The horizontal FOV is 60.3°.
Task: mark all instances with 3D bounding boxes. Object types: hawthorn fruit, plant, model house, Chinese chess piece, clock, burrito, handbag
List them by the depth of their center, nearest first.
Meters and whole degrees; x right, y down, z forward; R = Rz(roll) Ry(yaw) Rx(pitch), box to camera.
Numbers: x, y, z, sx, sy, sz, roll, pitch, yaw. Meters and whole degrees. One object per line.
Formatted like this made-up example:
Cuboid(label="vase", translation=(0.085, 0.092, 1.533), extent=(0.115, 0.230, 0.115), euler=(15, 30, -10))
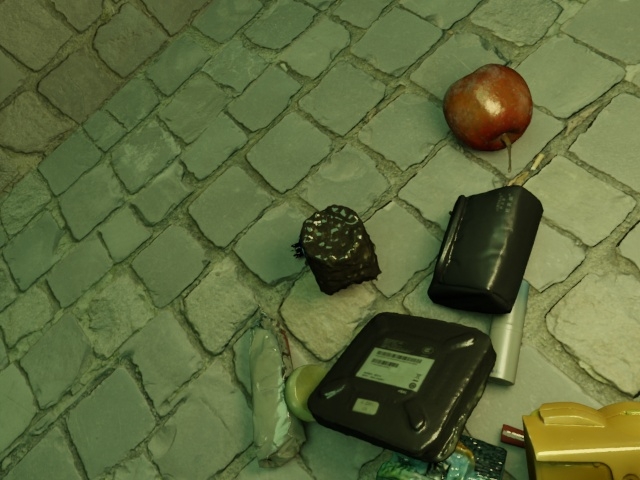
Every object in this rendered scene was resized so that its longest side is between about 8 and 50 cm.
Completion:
Cuboid(label="clock", translation=(0.558, 0.437, 1.037), extent=(0.317, 0.200, 0.244), euler=(-6, 104, 17))
Cuboid(label="model house", translation=(0.285, 0.488, 1.184), extent=(0.261, 0.225, 0.241), euler=(12, 45, 25))
Cuboid(label="handbag", translation=(0.368, 0.013, 1.353), extent=(0.275, 0.178, 0.301), euler=(0, 63, 52))
Cuboid(label="Chinese chess piece", translation=(-0.023, 0.386, 1.394), extent=(0.058, 0.144, 0.144), euler=(-37, 47, 47))
Cuboid(label="plant", translation=(0.052, 0.042, 1.461), extent=(0.199, 0.276, 0.188), euler=(-22, 62, 0))
Cuboid(label="burrito", translation=(-0.127, 0.364, 1.468), extent=(0.139, 0.101, 0.445), euler=(-25, 57, 26))
Cuboid(label="hawthorn fruit", translation=(0.475, -0.360, 1.527), extent=(0.235, 0.231, 0.263), euler=(-45, 97, 1))

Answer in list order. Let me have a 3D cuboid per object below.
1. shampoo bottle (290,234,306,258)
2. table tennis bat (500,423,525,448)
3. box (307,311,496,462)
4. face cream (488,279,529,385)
Cuboid(label="shampoo bottle", translation=(0.000, 0.000, 1.629), extent=(0.183, 0.050, 0.087), euler=(-23, 62, 10))
Cuboid(label="table tennis bat", translation=(0.548, 0.463, 1.182), extent=(0.310, 0.038, 0.200), euler=(12, 70, 23))
Cuboid(label="box", translation=(0.186, 0.314, 1.259), extent=(0.359, 0.091, 0.350), euler=(5, 38, 41))
Cuboid(label="face cream", translation=(0.446, 0.215, 1.321), extent=(0.077, 0.077, 0.250), euler=(7, 68, 25))
